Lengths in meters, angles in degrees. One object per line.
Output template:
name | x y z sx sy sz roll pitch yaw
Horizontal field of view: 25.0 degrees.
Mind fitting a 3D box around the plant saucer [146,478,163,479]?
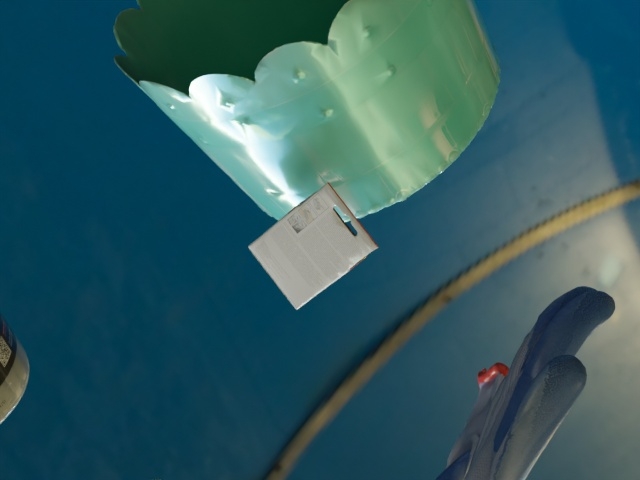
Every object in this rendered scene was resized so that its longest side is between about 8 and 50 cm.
plant saucer | -0.047 0.226 0.950 0.018 0.067 0.192 -41 -64 2

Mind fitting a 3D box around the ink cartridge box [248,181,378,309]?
ink cartridge box | 0.000 0.000 1.076 0.029 0.063 0.115 -37 -1 -43

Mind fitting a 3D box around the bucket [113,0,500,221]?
bucket | -0.002 -0.159 1.148 0.281 0.281 0.183 -46 -51 -12

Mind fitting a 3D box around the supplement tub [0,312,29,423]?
supplement tub | -0.484 0.081 1.655 0.194 0.194 0.316 -39 -50 -20

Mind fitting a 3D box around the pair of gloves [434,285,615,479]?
pair of gloves | 0.047 0.095 0.541 0.159 0.023 0.198 -56 -3 -23
